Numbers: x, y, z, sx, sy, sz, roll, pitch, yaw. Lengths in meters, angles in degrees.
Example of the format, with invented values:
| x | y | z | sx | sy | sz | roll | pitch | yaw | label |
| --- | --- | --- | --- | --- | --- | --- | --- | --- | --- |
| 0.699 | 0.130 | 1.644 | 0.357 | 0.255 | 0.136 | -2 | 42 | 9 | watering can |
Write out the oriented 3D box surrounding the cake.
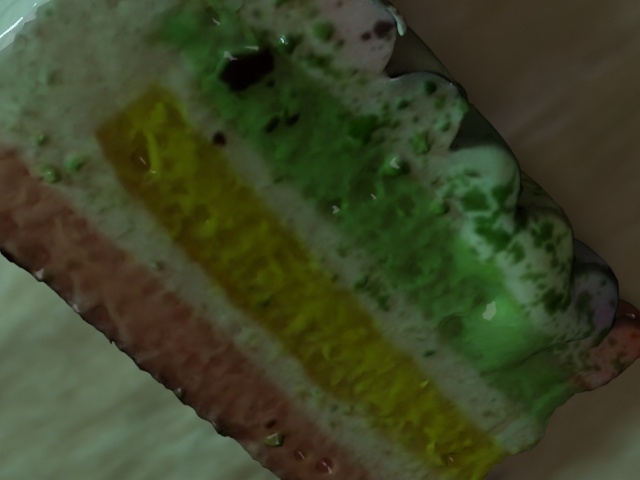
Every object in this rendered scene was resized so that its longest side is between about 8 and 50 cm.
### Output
| x | y | z | sx | sy | sz | roll | pitch | yaw | label |
| --- | --- | --- | --- | --- | --- | --- | --- | --- | --- |
| -0.007 | -0.012 | 0.392 | 0.109 | 0.090 | 0.225 | -39 | 129 | 6 | cake |
